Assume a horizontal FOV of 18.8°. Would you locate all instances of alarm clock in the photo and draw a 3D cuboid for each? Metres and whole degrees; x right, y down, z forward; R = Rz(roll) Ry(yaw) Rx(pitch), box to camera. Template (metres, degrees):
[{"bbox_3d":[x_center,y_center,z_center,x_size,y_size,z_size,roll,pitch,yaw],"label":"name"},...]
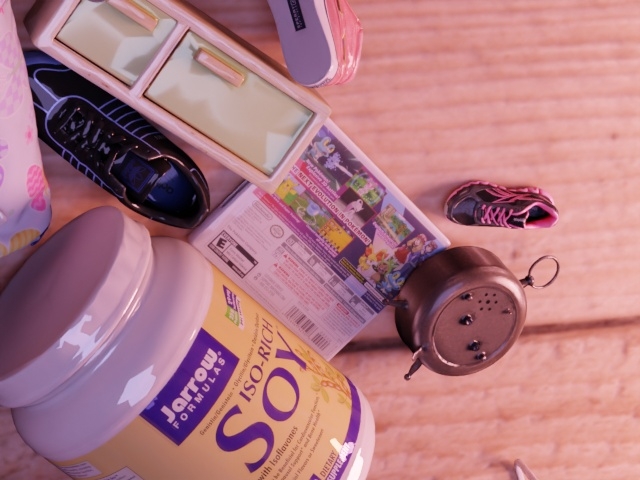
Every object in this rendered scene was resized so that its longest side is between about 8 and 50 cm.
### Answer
[{"bbox_3d":[0.161,0.066,1.955,0.192,0.064,0.129,-27,126,-13],"label":"alarm clock"}]

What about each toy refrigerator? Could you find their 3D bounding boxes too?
[{"bbox_3d":[-0.129,-0.159,1.775,0.269,0.094,0.102,33,99,-24],"label":"toy refrigerator"}]

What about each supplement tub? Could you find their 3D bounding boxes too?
[{"bbox_3d":[-0.136,0.146,1.811,0.241,0.241,0.331,-46,116,5],"label":"supplement tub"}]

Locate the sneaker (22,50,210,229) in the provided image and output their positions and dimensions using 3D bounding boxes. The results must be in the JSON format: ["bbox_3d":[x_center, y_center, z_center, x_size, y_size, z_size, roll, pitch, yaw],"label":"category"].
[{"bbox_3d":[-0.194,-0.091,1.785,0.232,0.090,0.081,33,99,-25],"label":"sneaker"}]

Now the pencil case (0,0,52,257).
[{"bbox_3d":[-0.311,-0.111,1.695,0.114,0.124,0.273,8,128,15],"label":"pencil case"}]

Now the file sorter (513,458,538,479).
[{"bbox_3d":[0.136,0.371,2.007,0.278,0.193,0.173,-22,112,-7],"label":"file sorter"}]

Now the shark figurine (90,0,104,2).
[{"bbox_3d":[-0.234,-0.313,1.633,0.116,0.166,0.278,2,118,-49],"label":"shark figurine"}]

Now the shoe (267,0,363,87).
[{"bbox_3d":[-0.010,-0.228,1.804,0.063,0.081,0.178,-13,88,23],"label":"shoe"}]

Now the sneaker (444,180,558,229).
[{"bbox_3d":[0.184,-0.029,1.935,0.119,0.057,0.047,-1,113,-14],"label":"sneaker"}]

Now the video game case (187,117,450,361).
[{"bbox_3d":[0.000,0.000,1.914,0.183,0.023,0.201,-44,115,4],"label":"video game case"}]
